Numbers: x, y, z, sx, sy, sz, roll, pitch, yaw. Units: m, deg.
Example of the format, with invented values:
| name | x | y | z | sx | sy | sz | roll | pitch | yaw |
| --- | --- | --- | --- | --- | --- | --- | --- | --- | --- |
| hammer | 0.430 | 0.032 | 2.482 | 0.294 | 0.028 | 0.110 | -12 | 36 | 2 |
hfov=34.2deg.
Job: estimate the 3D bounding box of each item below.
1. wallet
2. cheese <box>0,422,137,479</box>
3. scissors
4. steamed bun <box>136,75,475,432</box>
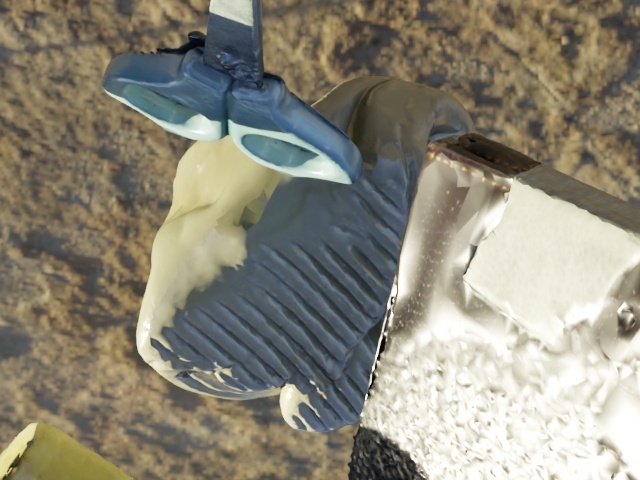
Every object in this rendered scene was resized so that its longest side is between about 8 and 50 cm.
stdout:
| name | x | y | z | sx | sy | sz | roll | pitch | yaw |
| --- | --- | --- | --- | --- | --- | --- | --- | --- | --- |
| wallet | 0.092 | 0.102 | 0.465 | 0.071 | 0.221 | 0.262 | -1 | 110 | -23 |
| cheese | -0.221 | 0.248 | 0.948 | 0.167 | 0.123 | 0.094 | 39 | 100 | -14 |
| scissors | -0.048 | -0.105 | 0.605 | 0.191 | 0.029 | 0.360 | 21 | 167 | -1 |
| steamed bun | 0.000 | 0.000 | 0.999 | 0.368 | 0.255 | 0.342 | -34 | 131 | 12 |
